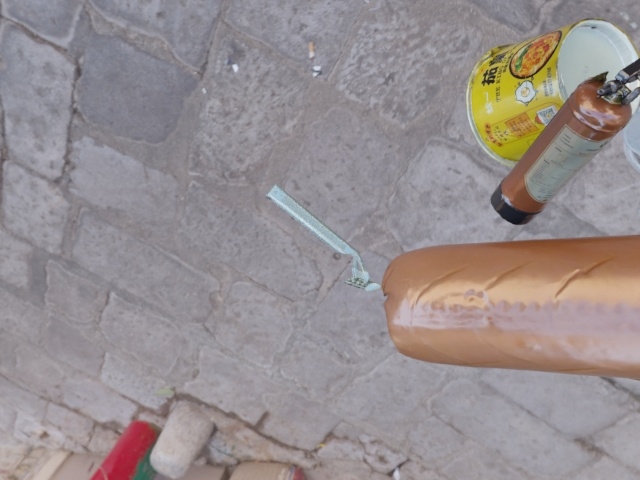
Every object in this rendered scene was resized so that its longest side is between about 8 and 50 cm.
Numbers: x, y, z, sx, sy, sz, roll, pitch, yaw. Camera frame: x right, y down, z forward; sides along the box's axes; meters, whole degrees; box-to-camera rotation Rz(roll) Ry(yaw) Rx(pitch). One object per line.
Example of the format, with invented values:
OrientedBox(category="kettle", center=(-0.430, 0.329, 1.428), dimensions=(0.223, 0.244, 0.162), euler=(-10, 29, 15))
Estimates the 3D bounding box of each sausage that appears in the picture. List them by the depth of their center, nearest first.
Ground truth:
OrientedBox(category="sausage", center=(0.199, 0.059, 0.417), dimensions=(0.304, 0.121, 0.121), euler=(-4, 119, 31))

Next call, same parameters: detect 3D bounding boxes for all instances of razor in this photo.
OrientedBox(category="razor", center=(0.006, -0.009, 0.899), dimensions=(0.056, 0.111, 0.278), euler=(-46, 105, -10))

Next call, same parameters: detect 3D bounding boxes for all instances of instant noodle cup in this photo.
OrientedBox(category="instant noodle cup", center=(0.312, -0.198, 0.608), dimensions=(0.182, 0.182, 0.144), euler=(49, 166, -13))

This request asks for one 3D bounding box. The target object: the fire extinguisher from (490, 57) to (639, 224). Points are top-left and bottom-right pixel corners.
OrientedBox(category="fire extinguisher", center=(0.210, -0.082, 0.389), dimensions=(0.050, 0.062, 0.177), euler=(58, 154, 22))

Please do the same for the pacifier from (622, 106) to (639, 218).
OrientedBox(category="pacifier", center=(0.638, -0.112, 0.818), dimensions=(0.287, 0.226, 0.238), euler=(45, 167, -19))
